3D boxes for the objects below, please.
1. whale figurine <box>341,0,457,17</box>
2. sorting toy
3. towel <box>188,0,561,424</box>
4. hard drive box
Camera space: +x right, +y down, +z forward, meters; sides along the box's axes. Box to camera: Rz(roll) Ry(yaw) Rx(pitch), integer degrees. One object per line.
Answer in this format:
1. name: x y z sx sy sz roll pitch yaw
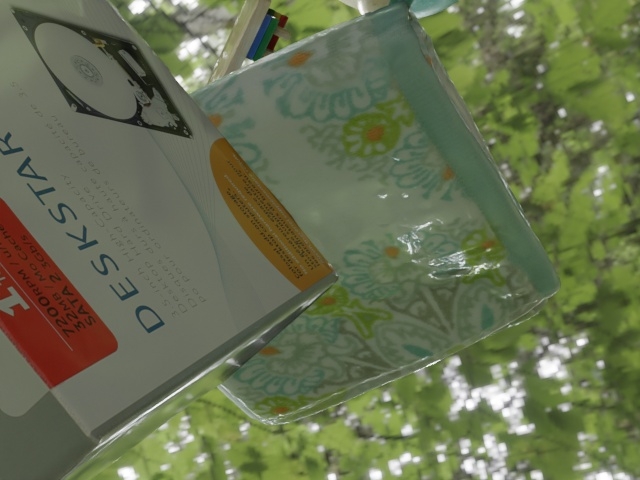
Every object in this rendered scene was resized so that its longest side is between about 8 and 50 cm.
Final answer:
1. whale figurine: 0.096 -0.267 1.051 0.141 0.272 0.216 17 -93 -15
2. sorting toy: -0.070 -0.192 1.339 0.046 0.132 0.274 24 -81 -13
3. towel: 0.000 0.000 1.083 0.374 0.320 0.090 53 -163 -45
4. hard drive box: -0.113 -0.003 0.508 0.181 0.089 0.232 50 -158 3
